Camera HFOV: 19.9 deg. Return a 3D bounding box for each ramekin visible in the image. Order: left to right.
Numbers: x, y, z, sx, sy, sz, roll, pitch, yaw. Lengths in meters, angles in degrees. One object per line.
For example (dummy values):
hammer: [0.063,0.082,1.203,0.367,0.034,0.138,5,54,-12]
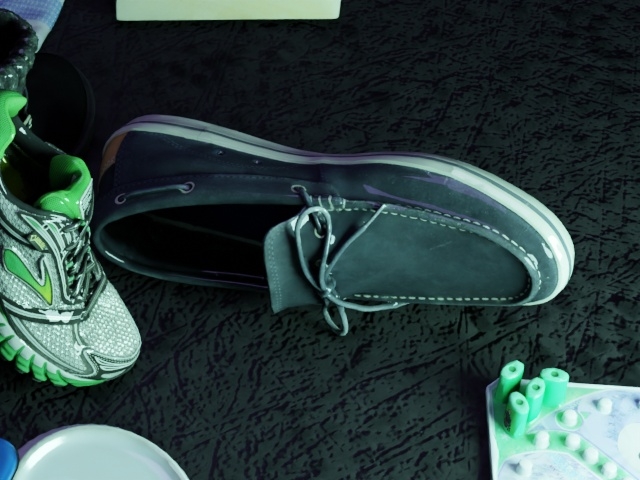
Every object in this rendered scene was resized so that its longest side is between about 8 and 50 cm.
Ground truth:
ramekin: [-0.194,0.253,1.534,0.207,0.109,0.207,12,50,-15]

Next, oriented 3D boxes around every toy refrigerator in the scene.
toy refrigerator: [-0.114,-0.324,2.203,0.269,0.094,0.102,-1,37,-9]

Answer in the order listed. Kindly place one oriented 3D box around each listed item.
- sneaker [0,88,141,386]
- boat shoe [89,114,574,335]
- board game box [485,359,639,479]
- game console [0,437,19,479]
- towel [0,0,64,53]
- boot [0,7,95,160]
sneaker: [-0.259,0.006,1.679,0.146,0.343,0.134,-14,40,23]
boat shoe: [0.000,0.000,1.818,0.500,0.187,0.156,12,49,13]
board game box: [0.355,0.272,1.660,0.390,0.050,0.390,4,44,-3]
game console: [-0.408,0.285,1.466,0.173,0.250,0.293,33,44,-9]
towel: [-0.408,-0.311,2.195,0.209,0.034,0.285,12,43,4]
boot: [-0.329,-0.149,1.867,0.131,0.260,0.348,15,44,9]
